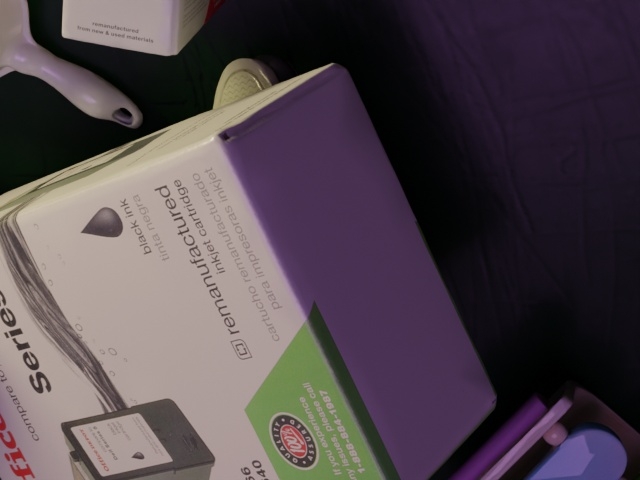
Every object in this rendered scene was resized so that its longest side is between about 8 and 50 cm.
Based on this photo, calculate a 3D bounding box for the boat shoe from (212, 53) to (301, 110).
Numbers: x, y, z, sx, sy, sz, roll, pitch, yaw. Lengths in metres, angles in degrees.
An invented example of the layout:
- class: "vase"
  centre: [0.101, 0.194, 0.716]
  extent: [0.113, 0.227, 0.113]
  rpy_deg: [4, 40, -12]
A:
- class: "boat shoe"
  centre: [0.000, 0.000, 0.856]
  extent: [0.084, 0.079, 0.233]
  rpy_deg: [6, 120, 51]

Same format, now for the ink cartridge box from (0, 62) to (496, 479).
- class: "ink cartridge box"
  centre: [-0.075, 0.048, 0.799]
  extent: [0.273, 0.115, 0.198]
  rpy_deg: [-17, 104, 40]

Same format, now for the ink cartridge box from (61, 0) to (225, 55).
- class: "ink cartridge box"
  centre: [-0.082, -0.183, 0.755]
  extent: [0.063, 0.109, 0.150]
  rpy_deg: [11, 116, 8]

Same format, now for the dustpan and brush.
- class: "dustpan and brush"
  centre: [-0.197, -0.116, 0.843]
  extent: [0.211, 0.060, 0.147]
  rpy_deg: [36, 126, -1]

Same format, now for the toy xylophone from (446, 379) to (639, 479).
- class: "toy xylophone"
  centre: [0.191, 0.234, 0.901]
  extent: [0.323, 0.081, 0.236]
  rpy_deg: [32, 103, -8]
